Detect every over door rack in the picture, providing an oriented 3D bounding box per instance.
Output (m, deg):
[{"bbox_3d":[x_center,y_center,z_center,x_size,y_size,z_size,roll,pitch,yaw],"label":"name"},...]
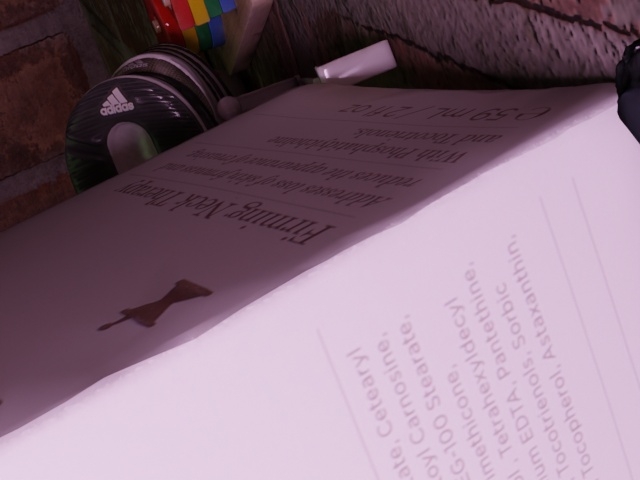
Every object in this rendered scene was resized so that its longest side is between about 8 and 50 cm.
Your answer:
[{"bbox_3d":[0.011,-0.028,0.944,0.240,0.108,0.324,67,168,-9],"label":"over door rack"}]

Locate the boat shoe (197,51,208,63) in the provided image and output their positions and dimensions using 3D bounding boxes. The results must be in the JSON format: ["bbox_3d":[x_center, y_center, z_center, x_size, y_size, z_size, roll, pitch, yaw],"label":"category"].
[{"bbox_3d":[-0.176,-0.206,1.507,0.073,0.073,0.207,-170,57,-77],"label":"boat shoe"}]

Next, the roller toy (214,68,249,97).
[{"bbox_3d":[-0.161,-0.103,1.333,0.191,0.209,0.146,-5,116,38],"label":"roller toy"}]

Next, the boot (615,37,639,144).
[{"bbox_3d":[0.172,0.023,0.349,0.207,0.094,0.246,57,159,23],"label":"boot"}]

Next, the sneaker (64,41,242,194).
[{"bbox_3d":[-0.094,0.018,1.093,0.257,0.169,0.448,-74,-26,-63],"label":"sneaker"}]

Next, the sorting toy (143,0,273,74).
[{"bbox_3d":[-0.154,-0.308,1.155,0.256,0.089,0.257,65,168,3],"label":"sorting toy"}]

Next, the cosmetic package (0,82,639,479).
[{"bbox_3d":[-0.032,0.135,0.616,0.329,0.393,0.328,13,127,59],"label":"cosmetic package"}]
